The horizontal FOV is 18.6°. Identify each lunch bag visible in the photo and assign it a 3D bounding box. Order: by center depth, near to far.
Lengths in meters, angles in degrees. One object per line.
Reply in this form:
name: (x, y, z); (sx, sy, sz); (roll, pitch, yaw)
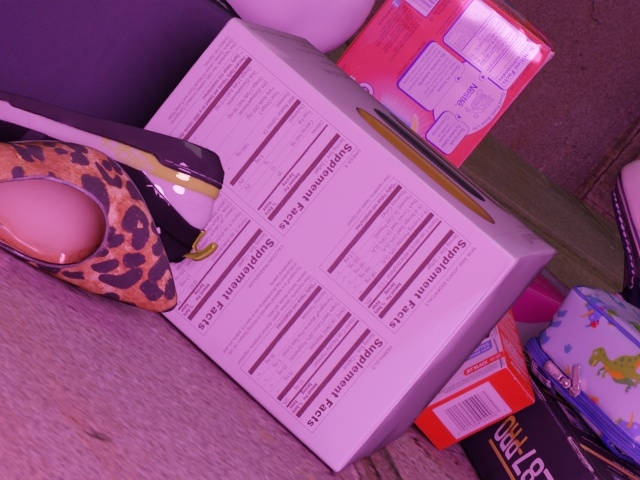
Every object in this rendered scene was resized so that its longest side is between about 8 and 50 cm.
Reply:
lunch bag: (0.281, 0.133, 1.609); (0.219, 0.090, 0.176); (26, 15, -47)

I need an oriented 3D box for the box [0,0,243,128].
box: (-0.278, -0.246, 1.572); (0.343, 0.179, 0.312); (29, 16, -39)

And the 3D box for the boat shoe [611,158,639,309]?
boat shoe: (0.307, 0.094, 1.894); (0.127, 0.158, 0.340); (28, 42, -54)

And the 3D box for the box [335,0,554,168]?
box: (0.070, -0.112, 1.833); (0.154, 0.300, 0.142); (38, 12, 0)

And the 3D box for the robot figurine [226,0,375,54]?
robot figurine: (-0.084, -0.244, 1.793); (0.200, 0.353, 0.300); (-4, 83, -43)

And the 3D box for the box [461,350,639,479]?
box: (0.308, 0.270, 1.624); (0.395, 0.097, 0.318); (34, 10, -23)

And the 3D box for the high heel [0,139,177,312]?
high heel: (-0.194, -0.003, 1.196); (0.261, 0.093, 0.186); (43, 26, -19)

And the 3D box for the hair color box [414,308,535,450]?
hair color box: (0.113, 0.084, 1.621); (0.053, 0.093, 0.167); (51, 18, -32)

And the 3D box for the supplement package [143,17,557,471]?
supplement package: (0.000, 0.000, 1.434); (0.263, 0.198, 0.199); (41, 11, 11)

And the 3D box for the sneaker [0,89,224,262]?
sneaker: (-0.179, -0.041, 1.327); (0.235, 0.097, 0.084); (15, -1, 13)

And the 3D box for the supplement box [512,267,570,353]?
supplement box: (0.174, 0.074, 1.919); (0.114, 0.111, 0.220); (46, 13, 36)
